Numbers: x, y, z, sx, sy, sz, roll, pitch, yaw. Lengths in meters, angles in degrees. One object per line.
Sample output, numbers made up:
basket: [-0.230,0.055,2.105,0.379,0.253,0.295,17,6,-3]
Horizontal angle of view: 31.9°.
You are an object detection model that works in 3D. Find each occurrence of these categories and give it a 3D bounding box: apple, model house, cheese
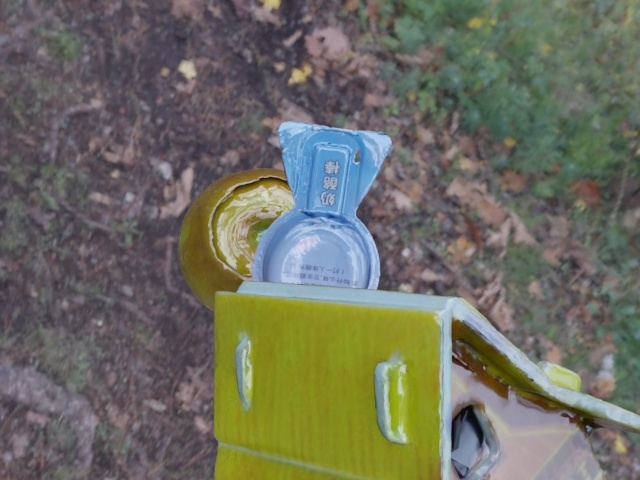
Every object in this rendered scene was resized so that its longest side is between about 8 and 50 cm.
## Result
apple: [-0.085,0.008,1.574,0.236,0.207,0.237,0,89,-1]
model house: [0.045,0.191,0.506,0.340,0.300,0.324,-38,114,-33]
cheese: [0.000,0.000,1.177,0.135,0.245,0.052,7,15,-4]
